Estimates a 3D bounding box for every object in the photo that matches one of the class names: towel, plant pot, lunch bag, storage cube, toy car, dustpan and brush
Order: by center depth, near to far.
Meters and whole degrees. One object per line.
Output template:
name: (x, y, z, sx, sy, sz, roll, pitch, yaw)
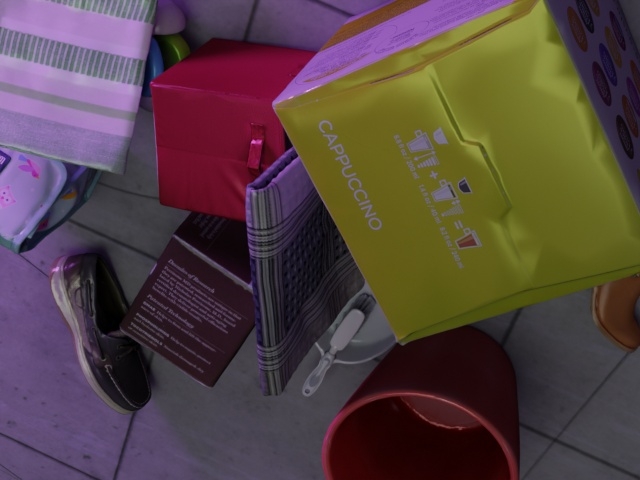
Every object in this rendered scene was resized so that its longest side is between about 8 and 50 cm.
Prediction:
towel: (-0.344, -0.269, 1.589, 0.247, 0.038, 0.325, 12, 93, -1)
towel: (0.000, 0.000, 1.596, 0.056, 0.324, 0.312, 10, 122, 22)
storage cube: (-0.097, -0.148, 1.630, 0.193, 0.215, 0.184, 11, 121, 20)
toy car: (-0.272, -0.252, 1.674, 0.182, 0.136, 0.159, 15, 121, 11)
plant pot: (0.166, 0.259, 1.741, 0.274, 0.243, 0.275, 8, 120, 15)
lunch bag: (-0.451, -0.108, 1.743, 0.223, 0.262, 0.160, 34, 123, 0)
dustpan and brush: (0.029, 0.151, 1.837, 0.147, 0.060, 0.211, 32, 123, 0)

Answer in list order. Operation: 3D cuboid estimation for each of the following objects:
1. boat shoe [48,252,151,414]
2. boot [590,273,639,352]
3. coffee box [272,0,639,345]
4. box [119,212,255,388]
boat shoe: (-0.334, 0.148, 1.942, 0.092, 0.103, 0.285, -13, 107, 30)
boot: (0.426, 0.051, 1.639, 0.152, 0.073, 0.197, -28, 108, 25)
coffee box: (0.201, -0.133, 1.457, 0.338, 0.334, 0.338, -19, 110, 27)
box: (-0.158, 0.068, 1.793, 0.167, 0.168, 0.203, 34, 123, 0)
